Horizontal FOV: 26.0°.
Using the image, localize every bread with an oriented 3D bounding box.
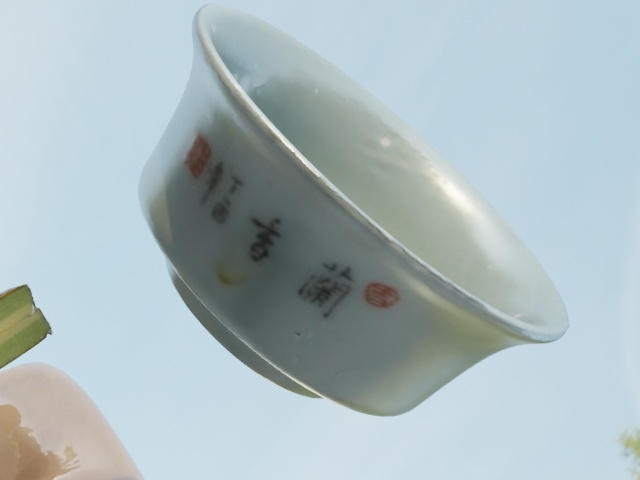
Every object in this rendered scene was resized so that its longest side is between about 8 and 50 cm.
[{"bbox_3d":[-0.356,0.110,1.446,0.139,0.084,0.074,-21,-70,-2],"label":"bread"}]

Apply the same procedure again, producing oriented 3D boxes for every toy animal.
[{"bbox_3d":[-0.256,0.228,1.223,0.195,0.213,0.256,-31,-89,46],"label":"toy animal"}]

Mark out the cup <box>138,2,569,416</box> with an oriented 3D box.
[{"bbox_3d":[0.000,0.000,1.015,0.347,0.347,0.163,41,-73,-2],"label":"cup"}]
